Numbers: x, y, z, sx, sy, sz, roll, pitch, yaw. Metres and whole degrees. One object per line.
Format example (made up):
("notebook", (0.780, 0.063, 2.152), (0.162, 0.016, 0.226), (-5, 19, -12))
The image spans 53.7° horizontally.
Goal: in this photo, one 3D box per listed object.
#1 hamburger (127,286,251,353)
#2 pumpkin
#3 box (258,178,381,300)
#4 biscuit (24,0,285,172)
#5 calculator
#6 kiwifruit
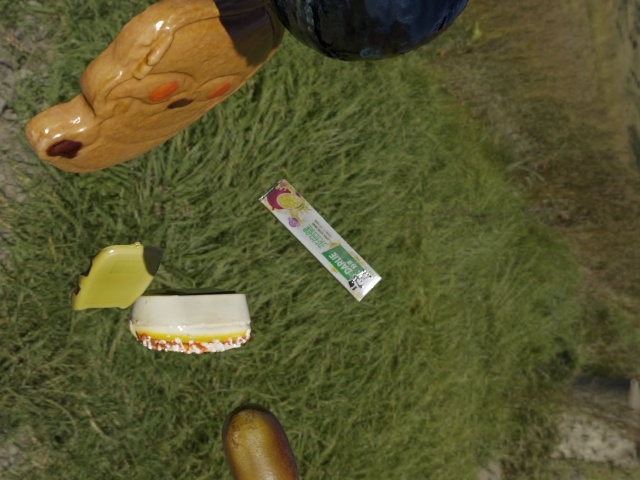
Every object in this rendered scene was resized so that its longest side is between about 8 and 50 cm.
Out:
("hamburger", (-0.314, 0.192, 1.535), (0.295, 0.227, 0.151), (-1, 95, -28))
("pumpkin", (0.053, -0.293, 0.659), (0.163, 0.233, 0.233), (74, 31, -48))
("box", (0.000, 0.000, 0.914), (0.207, 0.050, 0.041), (46, -2, -3))
("biscuit", (-0.239, -0.248, 1.007), (0.078, 0.455, 0.350), (56, 24, 0))
("calculator", (-0.421, 0.079, 1.312), (0.157, 0.236, 0.033), (3, 50, -40))
("kiwifruit", (-0.064, 0.237, 0.679), (0.075, 0.075, 0.124), (7, 60, -58))
